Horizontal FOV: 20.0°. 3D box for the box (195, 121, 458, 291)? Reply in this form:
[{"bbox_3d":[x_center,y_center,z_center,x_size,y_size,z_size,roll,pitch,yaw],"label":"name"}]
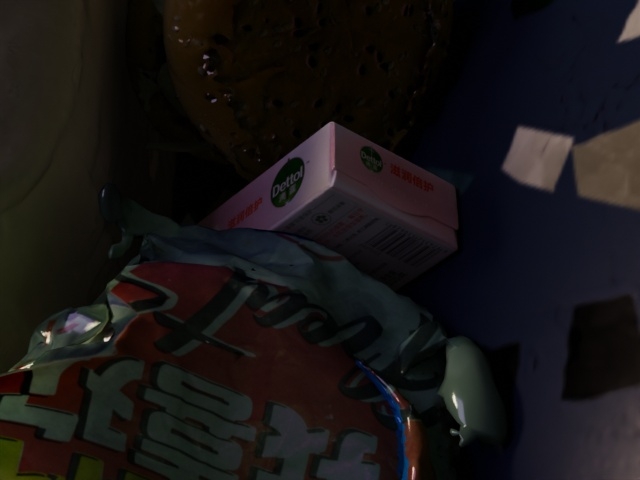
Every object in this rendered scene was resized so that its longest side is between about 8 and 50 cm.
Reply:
[{"bbox_3d":[0.000,0.000,0.948,0.125,0.089,0.043,-35,41,38],"label":"box"}]

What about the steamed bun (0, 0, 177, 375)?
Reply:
[{"bbox_3d":[-0.246,-0.099,1.053,0.371,0.290,0.456,87,-175,-52],"label":"steamed bun"}]

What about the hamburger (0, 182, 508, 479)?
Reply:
[{"bbox_3d":[-0.050,0.121,0.845,0.276,0.260,0.150,-49,-13,-43],"label":"hamburger"}]

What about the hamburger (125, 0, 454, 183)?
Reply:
[{"bbox_3d":[-0.018,-0.105,0.981,0.185,0.177,0.113,-42,35,-15],"label":"hamburger"}]
